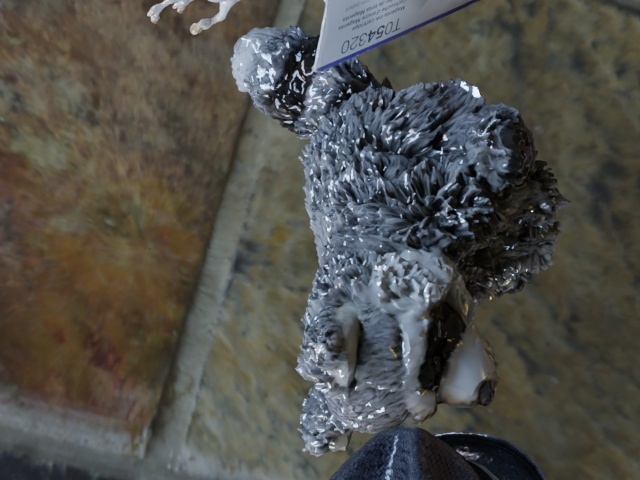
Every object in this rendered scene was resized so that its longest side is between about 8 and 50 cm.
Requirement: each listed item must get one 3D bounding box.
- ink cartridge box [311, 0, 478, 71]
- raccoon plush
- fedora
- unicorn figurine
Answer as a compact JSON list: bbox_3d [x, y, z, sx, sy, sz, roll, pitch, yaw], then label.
[{"bbox_3d":[0.116,-0.330,0.928,0.324,0.330,0.071,-29,61,-33],"label":"ink cartridge box"},{"bbox_3d":[0.000,0.000,1.045,0.299,0.446,0.216,-39,134,-25],"label":"raccoon plush"},{"bbox_3d":[0.082,0.310,1.159,0.334,0.334,0.152,-44,128,-6],"label":"fedora"},{"bbox_3d":[-0.104,-0.251,1.119,0.111,0.162,0.060,-32,93,24],"label":"unicorn figurine"}]
